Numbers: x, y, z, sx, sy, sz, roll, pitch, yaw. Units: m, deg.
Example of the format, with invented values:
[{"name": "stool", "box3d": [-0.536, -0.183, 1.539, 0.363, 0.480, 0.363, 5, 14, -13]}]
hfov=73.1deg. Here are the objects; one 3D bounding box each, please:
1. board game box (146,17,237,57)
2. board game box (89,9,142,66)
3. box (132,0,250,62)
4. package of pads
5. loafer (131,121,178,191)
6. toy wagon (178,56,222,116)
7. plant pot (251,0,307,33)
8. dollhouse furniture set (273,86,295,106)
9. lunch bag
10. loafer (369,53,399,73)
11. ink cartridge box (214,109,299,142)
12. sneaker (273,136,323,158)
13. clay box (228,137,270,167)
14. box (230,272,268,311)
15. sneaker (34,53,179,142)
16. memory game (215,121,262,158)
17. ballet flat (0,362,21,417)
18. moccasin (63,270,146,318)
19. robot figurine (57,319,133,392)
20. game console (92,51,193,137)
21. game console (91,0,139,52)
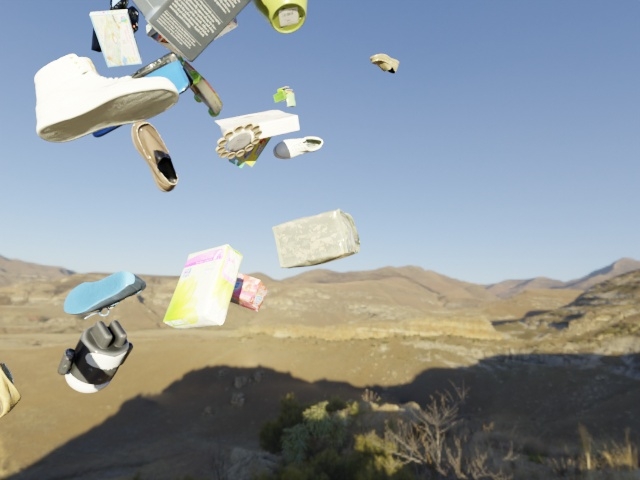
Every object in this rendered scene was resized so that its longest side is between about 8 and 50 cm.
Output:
[{"name": "board game box", "box3d": [-0.512, -0.857, 1.727, 0.305, 0.053, 0.193, -16, -12, 24]}, {"name": "board game box", "box3d": [-0.619, -0.613, 1.315, 0.103, 0.026, 0.154, -10, -44, -11]}, {"name": "box", "box3d": [-0.418, -0.861, 1.433, 0.395, 0.294, 0.212, -43, -29, 7]}, {"name": "package of pads", "box3d": [-0.416, 0.169, 1.563, 0.229, 0.297, 0.101, -12, -39, 32]}, {"name": "loafer", "box3d": [-0.792, -0.420, 2.126, 0.130, 0.366, 0.134, -2, 29, 44]}, {"name": "toy wagon", "box3d": [-0.588, -0.728, 1.989, 0.344, 0.068, 0.267, 46, -7, 18]}, {"name": "plant pot", "box3d": [-0.161, -0.949, 1.643, 0.274, 0.294, 0.275, -15, -21, -6]}, {"name": "dollhouse furniture set", "box3d": [-0.142, -0.643, 1.926, 0.058, 0.076, 0.151, -10, 8, 33]}, {"name": "lunch bag", "box3d": [0.000, 0.000, 1.484, 0.235, 0.169, 0.287, -13, -7, 13]}, {"name": "loafer", "box3d": [0.259, -0.705, 1.725, 0.147, 0.050, 0.056, -2, 1, -34]}, {"name": "ink cartridge box", "box3d": [-0.272, -0.483, 1.821, 0.296, 0.066, 0.261, -17, 27, -19]}, {"name": "sneaker", "box3d": [-0.106, -0.460, 2.090, 0.258, 0.094, 0.091, -21, 2, -27]}, {"name": "clay box", "box3d": [-0.309, -0.421, 1.922, 0.127, 0.222, 0.053, 32, -1, 42]}, {"name": "box", "box3d": [-0.405, 0.237, 2.118, 0.256, 0.123, 0.128, 16, -28, 23]}, {"name": "sneaker", "box3d": [-0.457, -0.329, 0.906, 0.292, 0.169, 0.108, -17, -16, -4]}, {"name": "memory game", "box3d": [-0.289, -0.354, 1.536, 0.186, 0.012, 0.186, -31, -15, -9]}, {"name": "ballet flat", "box3d": [-0.718, 0.264, 0.915, 0.080, 0.232, 0.073, -21, 7, 14]}, {"name": "moccasin", "box3d": [-0.800, 0.216, 1.605, 0.341, 0.138, 0.117, -15, -26, 21]}, {"name": "robot figurine", "box3d": [-0.825, 0.427, 1.598, 0.209, 0.278, 0.174, 27, 15, -19]}, {"name": "game console", "box3d": [-0.501, -0.392, 1.254, 0.293, 0.173, 0.250, -28, -6, -1]}, {"name": "game console", "box3d": [-0.826, -0.927, 1.740, 0.213, 0.362, 0.044, -15, -22, 20]}]
